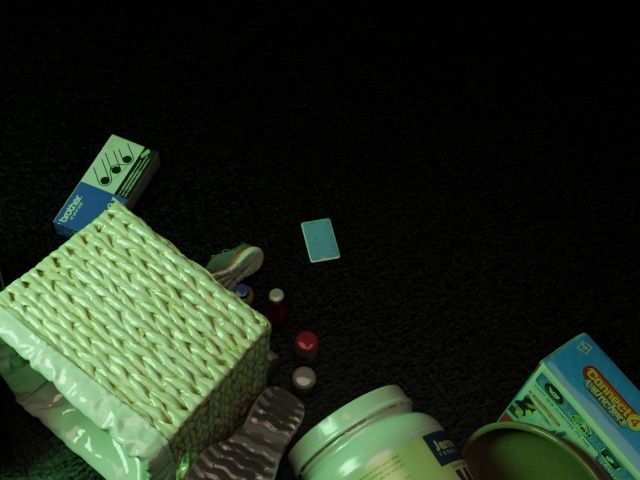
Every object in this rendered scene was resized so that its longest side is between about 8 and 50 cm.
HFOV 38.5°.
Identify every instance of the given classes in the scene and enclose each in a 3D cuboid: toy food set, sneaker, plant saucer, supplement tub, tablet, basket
[{"bbox_3d":[-0.089,0.145,1.488,0.232,0.104,0.111,36,64,15],"label":"toy food set"},{"bbox_3d":[-0.173,0.056,1.572,0.158,0.061,0.065,-31,41,-21],"label":"sneaker"},{"bbox_3d":[0.313,0.384,1.305,0.041,0.278,0.278,-19,61,-40],"label":"plant saucer"},{"bbox_3d":[0.119,0.393,1.290,0.235,0.235,0.325,-27,66,-18],"label":"supplement tub"},{"bbox_3d":[0.000,0.000,1.635,0.054,0.006,0.083,-10,61,-10],"label":"tablet"},{"bbox_3d":[-0.265,0.183,1.328,0.331,0.328,0.266,37,62,16],"label":"basket"},{"bbox_3d":[-0.112,0.333,1.311,0.105,0.115,0.281,33,36,12],"label":"sneaker"}]

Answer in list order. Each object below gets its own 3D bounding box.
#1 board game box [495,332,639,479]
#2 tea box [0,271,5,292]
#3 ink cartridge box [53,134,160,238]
[{"bbox_3d":[0.406,0.326,1.314,0.086,0.302,0.308,-31,68,-20],"label":"board game box"},{"bbox_3d":[-0.658,0.120,1.334,0.323,0.220,0.329,-6,37,-8],"label":"tea box"},{"bbox_3d":[-0.377,-0.086,1.630,0.097,0.046,0.207,22,61,9],"label":"ink cartridge box"}]
